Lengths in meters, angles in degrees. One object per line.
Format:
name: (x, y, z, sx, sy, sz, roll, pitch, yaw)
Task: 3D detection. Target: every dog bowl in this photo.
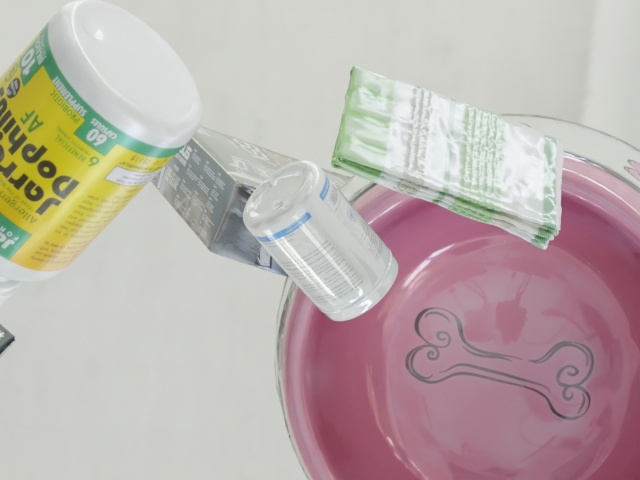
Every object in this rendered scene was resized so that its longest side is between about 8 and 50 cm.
dog bowl: (0.148, 0.101, 1.573, 0.408, 0.150, 0.408, 1, -87, 11)

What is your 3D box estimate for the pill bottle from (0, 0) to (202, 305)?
pill bottle: (-0.183, -0.048, 1.268, 0.208, 0.117, 0.117, -43, -135, 26)

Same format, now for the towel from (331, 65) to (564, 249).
towel: (0.083, -0.054, 1.259, 0.113, 0.152, 0.023, -79, -170, -53)

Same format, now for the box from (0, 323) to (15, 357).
box: (-0.393, 0.058, 1.493, 0.184, 0.261, 0.103, -43, -171, 39)

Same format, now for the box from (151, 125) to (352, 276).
box: (-0.025, -0.025, 1.948, 0.076, 0.242, 0.307, -68, -160, 8)

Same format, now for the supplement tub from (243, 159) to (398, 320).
supplement tub: (0.000, 0.000, 1.429, 0.071, 0.107, 0.071, -30, -152, 18)
